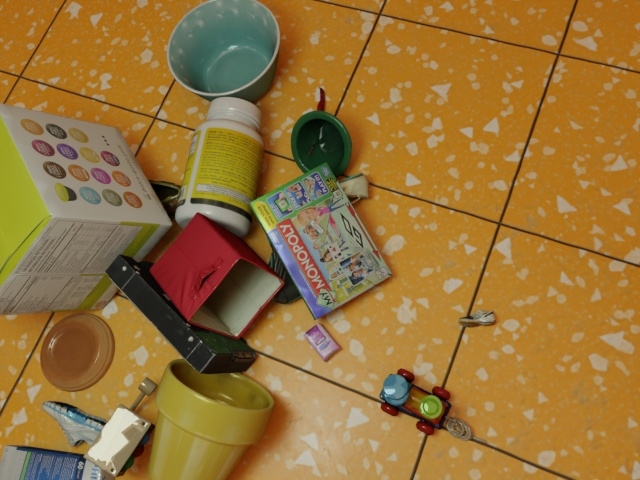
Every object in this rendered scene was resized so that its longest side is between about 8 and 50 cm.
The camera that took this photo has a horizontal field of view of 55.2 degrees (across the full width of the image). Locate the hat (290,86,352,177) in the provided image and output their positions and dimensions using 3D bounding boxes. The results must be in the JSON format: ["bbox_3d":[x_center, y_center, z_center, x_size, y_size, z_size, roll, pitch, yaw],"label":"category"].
[{"bbox_3d":[0.034,-0.282,1.630,0.173,0.183,0.208,12,115,21],"label":"hat"}]

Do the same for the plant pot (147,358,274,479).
[{"bbox_3d":[-0.258,0.418,1.336,0.254,0.254,0.239,23,92,17],"label":"plant pot"}]

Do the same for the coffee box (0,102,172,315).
[{"bbox_3d":[-0.630,-0.061,1.448,0.338,0.334,0.338,-45,66,23],"label":"coffee box"}]

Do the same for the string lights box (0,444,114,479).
[{"bbox_3d":[-0.619,0.562,1.428,0.259,0.077,0.133,4,72,11],"label":"string lights box"}]

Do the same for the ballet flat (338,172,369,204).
[{"bbox_3d":[0.007,-0.102,1.548,0.248,0.086,0.086,-16,69,4],"label":"ballet flat"}]

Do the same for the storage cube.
[{"bbox_3d":[-0.238,0.081,1.410,0.184,0.215,0.193,-50,54,3],"label":"storage cube"}]

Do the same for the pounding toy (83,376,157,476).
[{"bbox_3d":[-0.418,0.421,1.388,0.094,0.181,0.206,32,68,2],"label":"pounding toy"}]

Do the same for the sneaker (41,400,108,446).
[{"bbox_3d":[-0.599,0.446,1.471,0.190,0.071,0.083,19,81,16],"label":"sneaker"}]

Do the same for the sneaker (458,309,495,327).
[{"bbox_3d":[0.359,0.178,1.411,0.083,0.032,0.037,-3,57,4],"label":"sneaker"}]

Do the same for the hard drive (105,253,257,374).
[{"bbox_3d":[-0.317,0.175,1.421,0.339,0.237,0.064,40,93,19],"label":"hard drive"}]

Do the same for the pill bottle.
[{"bbox_3d":[-0.245,-0.184,1.559,0.188,0.188,0.334,5,72,12],"label":"pill bottle"}]

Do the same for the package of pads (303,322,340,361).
[{"bbox_3d":[0.004,0.240,1.450,0.050,0.032,0.083,-39,69,-7],"label":"package of pads"}]

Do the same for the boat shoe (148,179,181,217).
[{"bbox_3d":[-0.487,-0.120,1.625,0.307,0.104,0.111,-3,72,10],"label":"boat shoe"}]

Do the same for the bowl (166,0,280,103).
[{"bbox_3d":[-0.243,-0.491,1.678,0.311,0.163,0.311,-3,71,10],"label":"bowl"}]

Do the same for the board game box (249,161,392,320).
[{"bbox_3d":[0.000,0.000,1.463,0.213,0.046,0.317,-29,85,-11],"label":"board game box"}]

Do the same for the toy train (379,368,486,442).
[{"bbox_3d":[0.243,0.361,1.304,0.248,0.143,0.105,25,78,17],"label":"toy train"}]

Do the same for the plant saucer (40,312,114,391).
[{"bbox_3d":[-0.621,0.279,1.548,0.200,0.037,0.200,-3,71,9],"label":"plant saucer"}]

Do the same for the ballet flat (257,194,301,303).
[{"bbox_3d":[-0.091,0.017,1.520,0.096,0.095,0.280,-9,80,-3],"label":"ballet flat"}]
